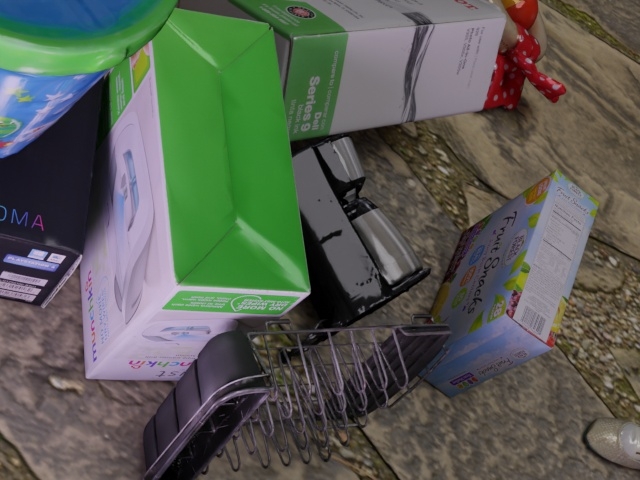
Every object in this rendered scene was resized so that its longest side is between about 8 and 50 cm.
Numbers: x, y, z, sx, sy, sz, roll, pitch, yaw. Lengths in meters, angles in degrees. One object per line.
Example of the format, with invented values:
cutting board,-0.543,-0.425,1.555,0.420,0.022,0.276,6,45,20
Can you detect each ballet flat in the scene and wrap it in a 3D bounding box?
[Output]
ballet flat,0.384,0.239,1.259,0.168,0.052,0.057,23,57,-19

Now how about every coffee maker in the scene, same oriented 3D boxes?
coffee maker,0.000,0.000,1.108,0.171,0.120,0.178,-27,81,-37

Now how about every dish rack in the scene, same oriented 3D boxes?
dish rack,-0.013,0.145,0.980,0.271,0.208,0.074,0,57,-32

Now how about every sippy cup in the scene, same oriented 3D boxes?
sippy cup,-0.247,-0.179,0.816,0.305,0.224,0.240,-19,76,-38

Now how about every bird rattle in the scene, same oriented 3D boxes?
bird rattle,0.242,-0.292,1.404,0.253,0.143,0.207,51,35,-3

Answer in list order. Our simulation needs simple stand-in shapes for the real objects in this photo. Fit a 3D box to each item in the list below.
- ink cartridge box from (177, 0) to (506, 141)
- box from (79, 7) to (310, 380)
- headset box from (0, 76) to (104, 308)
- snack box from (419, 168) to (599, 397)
ink cartridge box,0.020,-0.213,1.169,0.289,0.122,0.211,-12,36,-35
box,-0.125,-0.032,0.978,0.126,0.231,0.262,5,64,-29
headset box,-0.327,-0.113,0.961,0.246,0.131,0.283,15,59,-25
snack box,0.196,0.047,1.166,0.070,0.174,0.207,35,54,-13
